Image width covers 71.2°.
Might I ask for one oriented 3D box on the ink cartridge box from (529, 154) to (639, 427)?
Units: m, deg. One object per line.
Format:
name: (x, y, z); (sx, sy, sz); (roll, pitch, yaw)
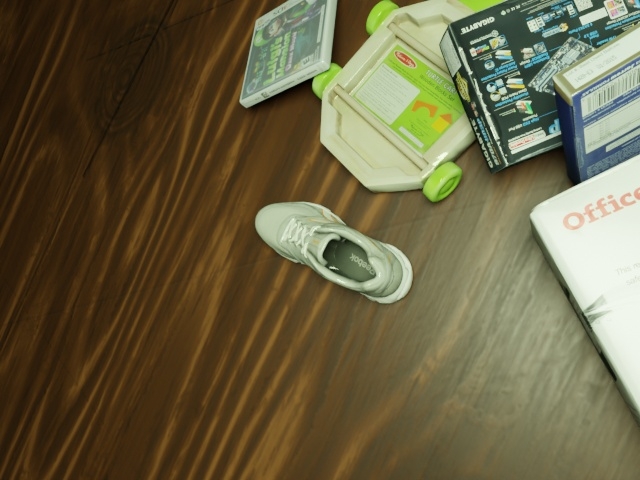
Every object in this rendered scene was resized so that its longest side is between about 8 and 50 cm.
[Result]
ink cartridge box: (0.373, 0.057, 0.435); (0.211, 0.121, 0.290); (-27, 70, 19)

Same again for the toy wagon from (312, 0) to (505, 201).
toy wagon: (0.156, -0.229, 0.625); (0.344, 0.068, 0.267); (-46, 65, 11)

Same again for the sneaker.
sneaker: (0.000, 0.000, 0.629); (0.262, 0.121, 0.099); (23, 90, 28)

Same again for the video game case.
video game case: (-0.052, -0.323, 0.727); (0.173, 0.022, 0.191); (-12, 61, 35)

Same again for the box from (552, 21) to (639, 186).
box: (0.314, -0.124, 0.445); (0.136, 0.225, 0.037); (-31, 55, 18)

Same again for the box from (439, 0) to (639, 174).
box: (0.273, -0.199, 0.510); (0.220, 0.051, 0.175); (-22, 87, 2)
